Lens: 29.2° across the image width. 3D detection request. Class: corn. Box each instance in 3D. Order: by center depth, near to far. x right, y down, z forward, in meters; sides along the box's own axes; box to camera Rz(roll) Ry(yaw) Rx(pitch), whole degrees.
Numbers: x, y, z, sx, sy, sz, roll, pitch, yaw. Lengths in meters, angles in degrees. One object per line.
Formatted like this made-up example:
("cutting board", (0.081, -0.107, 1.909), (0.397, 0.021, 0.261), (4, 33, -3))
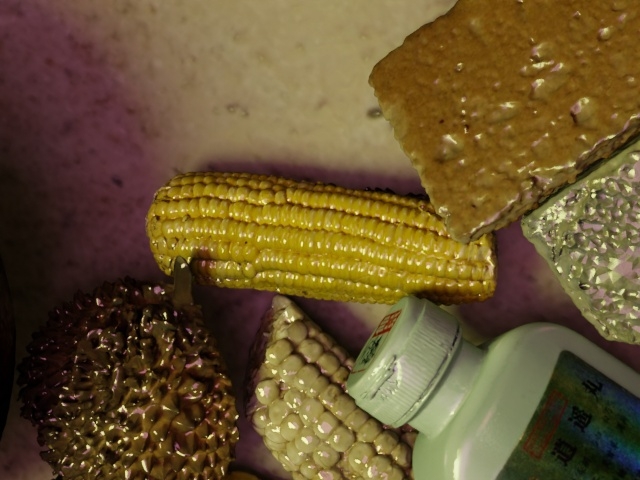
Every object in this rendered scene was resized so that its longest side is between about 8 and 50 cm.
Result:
("corn", (0.000, 0.000, 0.689), (0.203, 0.072, 0.072), (6, 102, 13))
("corn", (0.025, 0.129, 0.701), (0.211, 0.087, 0.087), (43, 107, 3))

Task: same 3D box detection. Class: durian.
("durian", (-0.118, 0.081, 0.693), (0.148, 0.091, 0.188), (50, 125, 29))

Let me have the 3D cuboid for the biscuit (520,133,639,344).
("biscuit", (0.237, -0.024, 0.610), (0.250, 0.046, 0.147), (-35, 92, 20))

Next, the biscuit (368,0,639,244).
("biscuit", (0.137, -0.106, 0.629), (0.231, 0.025, 0.131), (-35, 59, 18))

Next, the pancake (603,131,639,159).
("pancake", (0.225, -0.014, 0.655), (0.158, 0.028, 0.158), (3, 102, 14))

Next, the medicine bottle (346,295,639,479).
("medicine bottle", (0.124, 0.115, 0.647), (0.229, 0.083, 0.121), (34, 71, -5))

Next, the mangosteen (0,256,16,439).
("mangosteen", (-0.374, 0.047, 0.644), (0.421, 0.381, 0.381), (38, 108, 18))

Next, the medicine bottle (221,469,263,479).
("medicine bottle", (-0.068, 0.297, 0.763), (0.111, 0.076, 0.308), (19, 105, 20))
